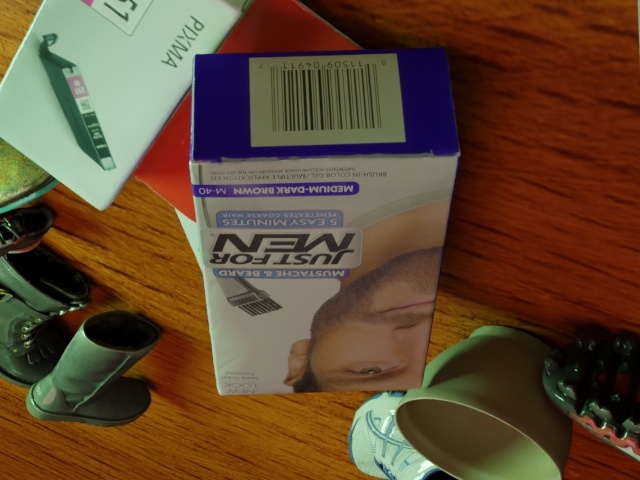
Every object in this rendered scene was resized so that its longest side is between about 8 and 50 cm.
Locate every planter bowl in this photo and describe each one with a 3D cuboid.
[{"bbox_3d":[0.163,0.148,1.178,0.162,0.109,0.162,23,150,14],"label":"planter bowl"}]

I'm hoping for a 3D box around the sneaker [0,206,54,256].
[{"bbox_3d":[-0.352,-0.006,1.379,0.065,0.158,0.061,-29,92,41],"label":"sneaker"}]

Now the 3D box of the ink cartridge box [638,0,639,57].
[{"bbox_3d":[0.254,-0.076,0.551,0.166,0.285,0.395,14,148,24],"label":"ink cartridge box"}]

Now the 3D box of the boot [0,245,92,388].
[{"bbox_3d":[-0.353,0.093,1.589,0.263,0.091,0.229,38,143,-29],"label":"boot"}]

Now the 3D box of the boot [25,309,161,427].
[{"bbox_3d":[-0.256,0.158,1.610,0.190,0.076,0.208,0,143,-41],"label":"boot"}]

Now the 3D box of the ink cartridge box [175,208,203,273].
[{"bbox_3d":[-0.059,0.002,1.195,0.109,0.062,0.209,16,149,21],"label":"ink cartridge box"}]

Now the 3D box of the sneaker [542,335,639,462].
[{"bbox_3d":[0.315,0.172,1.089,0.276,0.097,0.135,21,148,13],"label":"sneaker"}]

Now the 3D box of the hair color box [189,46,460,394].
[{"bbox_3d":[0.000,0.000,1.012,0.185,0.110,0.339,-2,147,-1],"label":"hair color box"}]

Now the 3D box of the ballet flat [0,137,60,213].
[{"bbox_3d":[-0.374,-0.078,1.309,0.123,0.123,0.348,44,150,-25],"label":"ballet flat"}]

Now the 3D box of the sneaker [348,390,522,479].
[{"bbox_3d":[0.106,0.235,1.350,0.112,0.131,0.296,38,152,-18],"label":"sneaker"}]

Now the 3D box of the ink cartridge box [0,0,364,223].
[{"bbox_3d":[-0.114,-0.110,0.996,0.239,0.060,0.275,37,137,-6],"label":"ink cartridge box"}]
